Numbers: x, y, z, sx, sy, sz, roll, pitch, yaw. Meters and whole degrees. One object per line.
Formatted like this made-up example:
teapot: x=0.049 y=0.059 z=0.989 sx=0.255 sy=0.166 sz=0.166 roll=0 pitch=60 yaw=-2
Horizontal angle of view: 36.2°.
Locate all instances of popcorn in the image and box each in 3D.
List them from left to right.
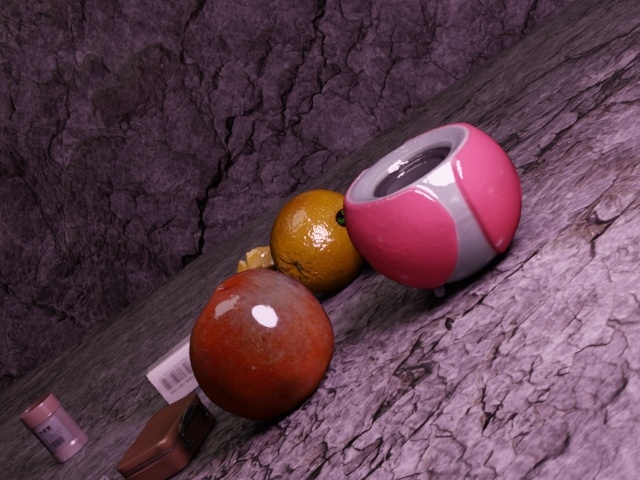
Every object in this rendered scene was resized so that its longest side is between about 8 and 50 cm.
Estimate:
popcorn: x=-0.127 y=0.088 z=2.347 sx=0.148 sy=0.167 sz=0.152 roll=-10 pitch=26 yaw=-20

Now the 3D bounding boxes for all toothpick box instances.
toothpick box: x=-0.650 y=0.458 z=2.392 sx=0.098 sy=0.149 sz=0.098 roll=-36 pitch=10 yaw=8

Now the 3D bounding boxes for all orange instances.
orange: x=0.000 y=0.000 z=2.107 sx=0.236 sy=0.236 sz=0.236 roll=-35 pitch=10 yaw=7

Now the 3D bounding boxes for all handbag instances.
handbag: x=-0.279 y=0.368 z=1.801 sx=0.151 sy=0.072 sz=0.193 roll=-31 pitch=10 yaw=27

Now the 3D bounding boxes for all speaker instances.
speaker: x=0.178 y=-0.055 z=1.618 sx=0.294 sy=0.294 sz=0.294 roll=-35 pitch=10 yaw=7

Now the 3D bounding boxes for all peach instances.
peach: x=-0.101 y=0.169 z=1.654 sx=0.252 sy=0.252 sz=0.252 roll=-35 pitch=10 yaw=7

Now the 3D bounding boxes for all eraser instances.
eraser: x=-0.205 y=0.204 z=2.200 sx=0.404 sy=0.098 sz=0.096 roll=-38 pitch=10 yaw=-8

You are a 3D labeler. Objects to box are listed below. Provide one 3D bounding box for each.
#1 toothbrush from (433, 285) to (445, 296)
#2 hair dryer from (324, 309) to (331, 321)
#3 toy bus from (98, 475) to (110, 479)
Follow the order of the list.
toothbrush: x=0.198 y=0.052 z=1.762 sx=0.021 sy=0.024 sz=0.288 roll=-33 pitch=11 yaw=7
hair dryer: x=-0.101 y=0.214 z=1.853 sx=0.195 sy=0.053 sz=0.220 roll=-21 pitch=14 yaw=31
toy bus: x=-0.367 y=0.476 z=1.572 sx=0.106 sy=0.092 sz=0.268 roll=-44 pitch=10 yaw=6
